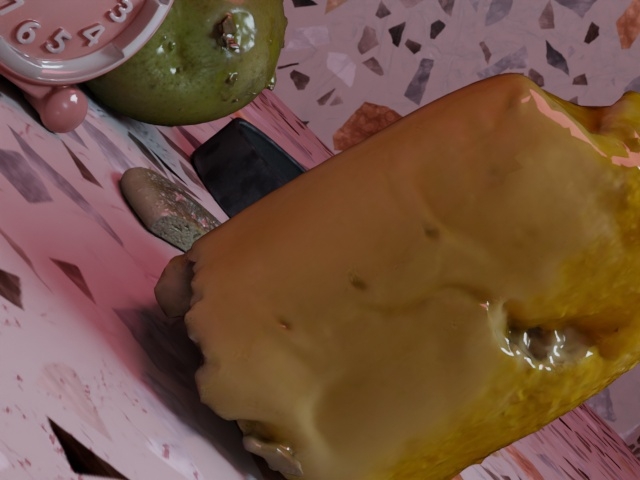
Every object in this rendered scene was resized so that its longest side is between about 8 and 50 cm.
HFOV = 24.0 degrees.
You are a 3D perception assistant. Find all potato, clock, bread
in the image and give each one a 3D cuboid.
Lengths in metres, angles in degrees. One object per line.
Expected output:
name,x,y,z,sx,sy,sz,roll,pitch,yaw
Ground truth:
potato,-0.169,-0.262,1.723,0.270,0.219,0.359,21,16,-10
clock,0.000,0.000,1.888,0.386,0.076,0.386,45,7,-7
clock,-0.231,-0.251,1.286,0.142,0.241,0.227,47,7,40
bread,-0.131,-0.028,1.425,0.112,0.036,0.193,48,7,31
bread,0.107,0.037,1.119,0.250,0.394,0.361,62,4,3
